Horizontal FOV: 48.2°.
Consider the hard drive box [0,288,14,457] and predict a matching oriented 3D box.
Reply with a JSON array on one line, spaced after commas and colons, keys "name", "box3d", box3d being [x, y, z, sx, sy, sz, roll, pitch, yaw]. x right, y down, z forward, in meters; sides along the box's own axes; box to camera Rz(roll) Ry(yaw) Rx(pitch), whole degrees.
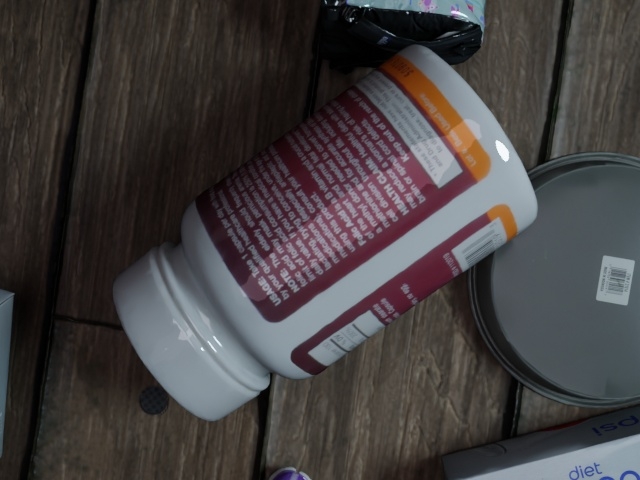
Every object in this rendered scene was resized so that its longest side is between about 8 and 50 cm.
[{"name": "hard drive box", "box3d": [-0.461, 0.155, 0.816, 0.181, 0.089, 0.232, 16, 111, 4]}]

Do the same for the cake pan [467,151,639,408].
[{"name": "cake pan", "box3d": [0.314, 0.044, 0.795, 0.293, 0.054, 0.294, 0, 89, 5]}]

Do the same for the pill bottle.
[{"name": "pill bottle", "box3d": [0.000, 0.000, 0.743, 0.392, 0.224, 0.224, -35, 86, 4]}]

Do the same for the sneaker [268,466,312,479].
[{"name": "sneaker", "box3d": [-0.058, 0.343, 0.819, 0.068, 0.071, 0.170, 26, 91, 6]}]

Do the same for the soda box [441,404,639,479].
[{"name": "soda box", "box3d": [0.281, 0.253, 0.772, 0.286, 0.098, 0.091, -16, 89, 6]}]

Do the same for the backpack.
[{"name": "backpack", "box3d": [0.090, -0.252, 0.782, 0.181, 0.152, 0.115, 1, 85, 0]}]
